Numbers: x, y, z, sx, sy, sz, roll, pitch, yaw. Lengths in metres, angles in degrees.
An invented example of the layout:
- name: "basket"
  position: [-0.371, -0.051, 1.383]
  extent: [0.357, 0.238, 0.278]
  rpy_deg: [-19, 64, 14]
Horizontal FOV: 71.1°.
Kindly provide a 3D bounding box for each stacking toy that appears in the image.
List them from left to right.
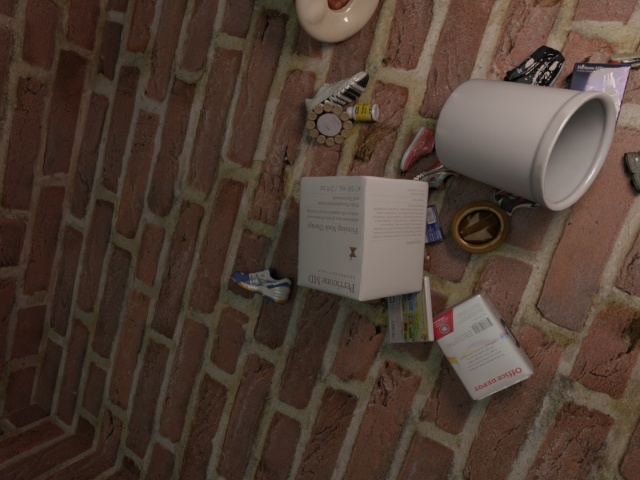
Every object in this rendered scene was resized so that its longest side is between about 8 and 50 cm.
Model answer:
- name: "stacking toy"
  position: [-0.020, -1.021, 1.704]
  extent: [0.350, 0.351, 0.479]
  rpy_deg: [-45, 57, 21]

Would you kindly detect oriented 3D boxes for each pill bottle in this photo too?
- name: "pill bottle"
  position: [0.163, -0.495, 1.735]
  extent: [0.117, 0.065, 0.065]
  rpy_deg: [6, 96, 26]

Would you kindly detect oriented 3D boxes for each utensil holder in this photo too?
- name: "utensil holder"
  position: [0.586, -0.305, 1.333]
  extent: [0.386, 0.328, 0.327]
  rpy_deg: [35, 109, 46]

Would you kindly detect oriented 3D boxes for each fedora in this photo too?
- name: "fedora"
  position: [0.555, -0.045, 1.563]
  extent: [0.195, 0.079, 0.194]
  rpy_deg: [0, 90, 21]

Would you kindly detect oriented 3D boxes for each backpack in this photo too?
- name: "backpack"
  position: [0.691, -0.532, 1.447]
  extent: [0.152, 0.115, 0.182]
  rpy_deg: [40, 108, 7]

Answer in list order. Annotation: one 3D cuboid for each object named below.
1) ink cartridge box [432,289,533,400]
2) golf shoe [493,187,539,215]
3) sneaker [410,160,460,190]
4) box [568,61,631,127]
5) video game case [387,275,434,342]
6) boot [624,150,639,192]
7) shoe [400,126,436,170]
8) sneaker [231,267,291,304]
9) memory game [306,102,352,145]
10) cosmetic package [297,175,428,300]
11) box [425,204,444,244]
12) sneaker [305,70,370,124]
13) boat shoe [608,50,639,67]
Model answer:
- name: "ink cartridge box"
  position: [0.551, 0.360, 1.561]
  extent: [0.226, 0.131, 0.306]
  rpy_deg: [-35, 79, 24]
- name: "golf shoe"
  position: [0.720, -0.178, 1.479]
  extent: [0.273, 0.105, 0.120]
  rpy_deg: [-20, 105, 27]
- name: "sneaker"
  position: [0.402, -0.214, 1.623]
  extent: [0.225, 0.088, 0.092]
  rpy_deg: [-33, 80, 24]
- name: "box"
  position: [0.840, -0.430, 1.383]
  extent: [0.153, 0.108, 0.206]
  rpy_deg: [12, 99, 26]
- name: "video game case"
  position: [0.325, 0.258, 1.642]
  extent: [0.206, 0.026, 0.226]
  rpy_deg: [-22, 64, 54]
- name: "boot"
  position: [0.995, -0.275, 1.336]
  extent: [0.161, 0.084, 0.246]
  rpy_deg: [-11, 87, 32]
- name: "shoe"
  position: [0.368, -0.324, 1.645]
  extent: [0.081, 0.064, 0.177]
  rpy_deg: [34, 103, 26]
- name: "sneaker"
  position: [-0.254, 0.176, 1.975]
  extent: [0.297, 0.112, 0.130]
  rpy_deg: [19, 84, 22]
- name: "memory game"
  position: [0.034, -0.458, 1.769]
  extent: [0.187, 0.012, 0.186]
  rpy_deg: [6, 132, 7]
- name: "cosmetic package"
  position: [0.145, -0.022, 1.577]
  extent: [0.330, 0.328, 0.392]
  rpy_deg: [7, 97, 48]
- name: "box"
  position: [0.339, -0.039, 1.691]
  extent: [0.226, 0.037, 0.136]
  rpy_deg: [-16, 86, 27]
- name: "sneaker"
  position: [0.057, -0.582, 1.766]
  extent: [0.292, 0.110, 0.118]
  rpy_deg: [-30, 71, 24]
- name: "boat shoe"
  position: [0.954, -0.545, 1.358]
  extent: [0.137, 0.049, 0.043]
  rpy_deg: [2, 136, 24]
